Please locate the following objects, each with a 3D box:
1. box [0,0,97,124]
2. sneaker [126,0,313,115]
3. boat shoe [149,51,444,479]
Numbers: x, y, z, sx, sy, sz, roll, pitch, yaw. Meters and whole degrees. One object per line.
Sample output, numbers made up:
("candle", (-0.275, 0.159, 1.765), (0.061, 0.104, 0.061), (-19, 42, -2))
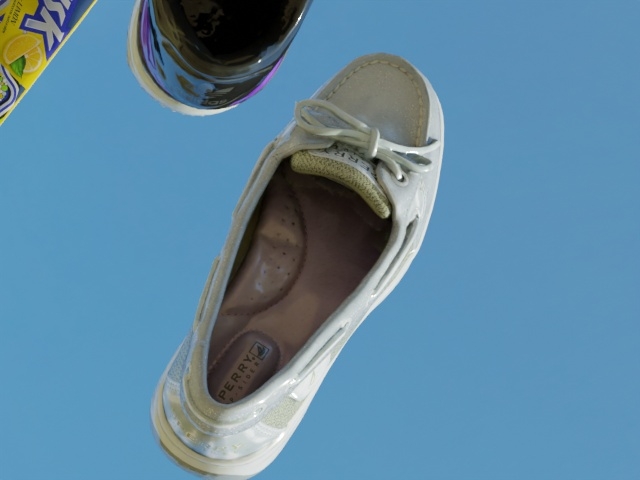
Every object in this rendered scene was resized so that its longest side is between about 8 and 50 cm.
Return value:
("box", (-0.198, -0.148, 1.115), (0.054, 0.059, 0.169), (37, -100, -13))
("sneaker", (-0.017, -0.202, 0.818), (0.102, 0.146, 0.293), (15, -88, -9))
("boat shoe", (-0.003, 0.000, 1.018), (0.118, 0.320, 0.103), (31, -29, 2))
